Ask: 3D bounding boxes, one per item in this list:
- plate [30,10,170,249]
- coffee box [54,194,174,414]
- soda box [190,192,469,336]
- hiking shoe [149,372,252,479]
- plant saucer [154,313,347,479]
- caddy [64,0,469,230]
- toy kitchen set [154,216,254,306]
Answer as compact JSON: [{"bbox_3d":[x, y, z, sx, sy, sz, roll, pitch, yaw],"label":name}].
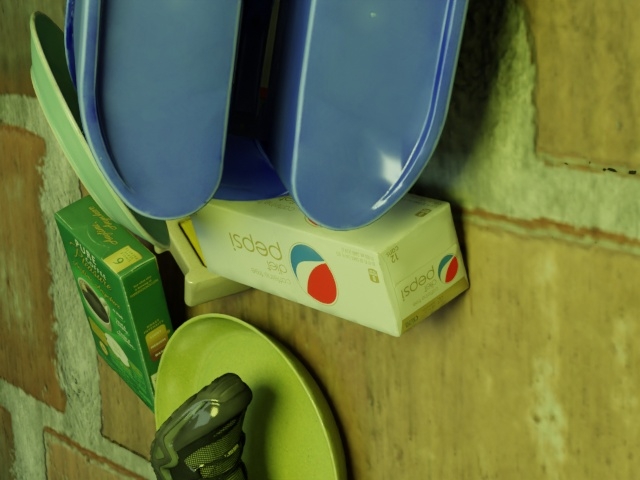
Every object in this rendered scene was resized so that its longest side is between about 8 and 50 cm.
[{"bbox_3d":[-0.159,-0.072,0.961,0.188,0.024,0.188,62,-178,-4],"label":"plate"},{"bbox_3d":[-0.172,0.060,1.212,0.113,0.040,0.184,39,150,39],"label":"coffee box"},{"bbox_3d":[0.000,0.000,0.980,0.216,0.074,0.069,16,130,48],"label":"soda box"},{"bbox_3d":[-0.078,0.201,1.097,0.114,0.086,0.227,36,132,18],"label":"hiking shoe"},{"bbox_3d":[-0.053,0.173,1.137,0.241,0.037,0.241,20,117,45],"label":"plant saucer"},{"bbox_3d":[-0.035,-0.167,0.854,0.179,0.241,0.341,-109,25,-62],"label":"caddy"},{"bbox_3d":[-0.082,-0.078,1.078,0.166,0.122,0.207,57,158,25],"label":"toy kitchen set"}]
